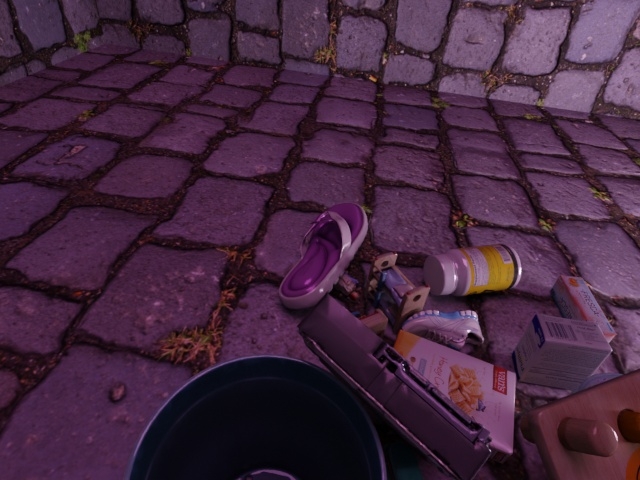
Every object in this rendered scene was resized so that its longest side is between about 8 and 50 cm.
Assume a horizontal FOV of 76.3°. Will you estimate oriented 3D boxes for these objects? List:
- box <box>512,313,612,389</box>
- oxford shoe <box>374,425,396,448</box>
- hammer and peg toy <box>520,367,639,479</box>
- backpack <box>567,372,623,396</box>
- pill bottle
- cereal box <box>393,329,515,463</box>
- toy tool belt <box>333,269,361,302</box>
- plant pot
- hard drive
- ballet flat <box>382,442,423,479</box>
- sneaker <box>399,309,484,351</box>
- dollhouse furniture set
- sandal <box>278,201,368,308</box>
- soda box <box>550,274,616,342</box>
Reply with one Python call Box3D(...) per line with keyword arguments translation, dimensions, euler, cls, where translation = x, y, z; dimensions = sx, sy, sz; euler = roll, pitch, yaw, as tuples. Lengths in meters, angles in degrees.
Box3D(translation=(0.475, 0.225, 0.817), dimensions=(0.126, 0.137, 0.072), euler=(9, 37, 3), cls="box")
Box3D(translation=(0.072, 0.384, 0.616), dimensions=(0.076, 0.076, 0.212), euler=(25, 41, 9), cls="oxford shoe")
Box3D(translation=(0.414, 0.355, 0.483), dimensions=(0.265, 0.127, 0.362), euler=(-10, 74, -16), cls="hammer and peg toy")
Box3D(translation=(0.499, 0.313, 0.673), dimensions=(0.165, 0.189, 0.144), euler=(10, 23, 8), cls="backpack")
Box3D(translation=(0.370, 0.074, 1.005), dimensions=(0.208, 0.119, 0.119), euler=(-5, 40, -14), cls="pill bottle")
Box3D(translation=(0.242, 0.286, 0.778), dimensions=(0.240, 0.047, 0.173), euler=(18, 41, 14), cls="cereal box")
Box3D(translation=(0.071, 0.105, 0.978), dimensions=(0.051, 0.052, 0.083), euler=(-33, 53, -28), cls="toy tool belt")
Box3D(translation=(-0.075, 0.331, 0.509), dimensions=(0.271, 0.255, 0.272), euler=(4, 41, -3), cls="plant pot")
Box3D(translation=(0.091, 0.213, 0.579), dimensions=(0.237, 0.339, 0.064), euler=(39, 75, 19), cls="hard drive")
Box3D(translation=(0.118, 0.391, 0.516), dimensions=(0.083, 0.087, 0.247), euler=(17, 29, -20), cls="ballet flat")
Box3D(translation=(0.267, 0.200, 0.877), dimensions=(0.190, 0.071, 0.083), euler=(-2, 45, -11), cls="sneaker")
Box3D(translation=(0.117, 0.129, 0.890), dimensions=(0.183, 0.129, 0.129), euler=(-15, 43, -26), cls="dollhouse furniture set")
Box3D(translation=(0.014, -0.002, 1.019), dimensions=(0.169, 0.102, 0.416), euler=(-8, 33, 25), cls="sandal")
Box3D(translation=(0.619, 0.168, 0.970), dimensions=(0.058, 0.063, 0.183), euler=(8, 39, 1), cls="soda box")
